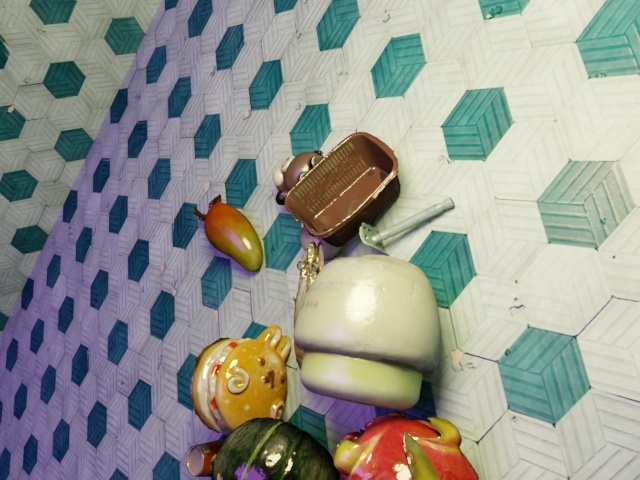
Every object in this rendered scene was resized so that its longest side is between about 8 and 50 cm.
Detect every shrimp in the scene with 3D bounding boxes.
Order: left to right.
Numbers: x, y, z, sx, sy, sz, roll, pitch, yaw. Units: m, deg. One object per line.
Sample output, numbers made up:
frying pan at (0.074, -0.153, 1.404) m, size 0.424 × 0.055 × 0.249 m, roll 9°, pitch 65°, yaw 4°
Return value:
shrimp at (-0.024, 0.168, 1.513) m, size 0.085 × 0.247 × 0.361 m, roll 3°, pitch 104°, yaw 4°

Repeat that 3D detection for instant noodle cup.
instant noodle cup at (-0.318, 0.648, 1.739) m, size 0.127 × 0.135 × 0.127 m, roll -13°, pitch 72°, yaw 43°

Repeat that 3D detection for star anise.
star anise at (-0.407, -0.080, 2.026) m, size 0.141 × 0.144 × 0.158 m, roll -54°, pitch 48°, yaw 32°

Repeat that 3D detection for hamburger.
hamburger at (-0.195, 0.386, 1.624) m, size 0.186 × 0.261 × 0.303 m, roll -13°, pitch 29°, yaw 37°

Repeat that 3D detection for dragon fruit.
dragon fruit at (0.148, 0.466, 1.195) m, size 0.305 × 0.305 × 0.226 m, roll -46°, pitch 61°, yaw 27°

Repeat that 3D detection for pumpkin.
pumpkin at (-0.108, 0.578, 1.419) m, size 0.323 × 0.323 × 0.241 m, roll -4°, pitch 47°, yaw 45°

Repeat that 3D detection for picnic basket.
picnic basket at (0.075, -0.117, 1.498) m, size 0.297 × 0.129 × 0.222 m, roll -43°, pitch 49°, yaw 1°

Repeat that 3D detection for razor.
razor at (0.217, -0.042, 1.425) m, size 0.231 × 0.106 × 0.068 m, roll -27°, pitch 61°, yaw 27°

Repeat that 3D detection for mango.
mango at (-0.281, -0.021, 1.892) m, size 0.289 × 0.129 × 0.146 m, roll 34°, pitch 102°, yaw 36°

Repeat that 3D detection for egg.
egg at (0.000, 0.000, 1.611) m, size 0.103 × 0.103 × 0.135 m, roll -57°, pitch 49°, yaw 19°

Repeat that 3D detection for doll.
doll at (-0.057, -0.182, 1.676) m, size 0.182 × 0.117 × 0.257 m, roll -54°, pitch 20°, yaw -9°

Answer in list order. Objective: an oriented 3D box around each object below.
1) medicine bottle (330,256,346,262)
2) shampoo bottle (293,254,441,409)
medicine bottle at (0.056, 0.090, 1.572) m, size 0.047 × 0.047 × 0.083 m, roll -32°, pitch 58°, yaw 36°
shampoo bottle at (0.104, 0.199, 1.295) m, size 0.322 × 0.322 × 0.318 m, roll -6°, pitch 69°, yaw 45°
